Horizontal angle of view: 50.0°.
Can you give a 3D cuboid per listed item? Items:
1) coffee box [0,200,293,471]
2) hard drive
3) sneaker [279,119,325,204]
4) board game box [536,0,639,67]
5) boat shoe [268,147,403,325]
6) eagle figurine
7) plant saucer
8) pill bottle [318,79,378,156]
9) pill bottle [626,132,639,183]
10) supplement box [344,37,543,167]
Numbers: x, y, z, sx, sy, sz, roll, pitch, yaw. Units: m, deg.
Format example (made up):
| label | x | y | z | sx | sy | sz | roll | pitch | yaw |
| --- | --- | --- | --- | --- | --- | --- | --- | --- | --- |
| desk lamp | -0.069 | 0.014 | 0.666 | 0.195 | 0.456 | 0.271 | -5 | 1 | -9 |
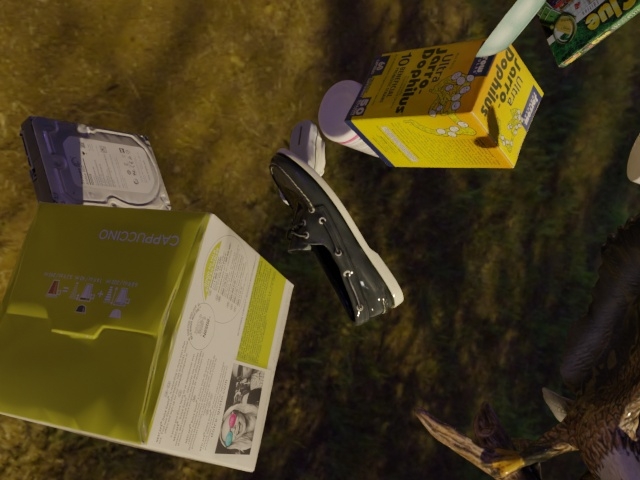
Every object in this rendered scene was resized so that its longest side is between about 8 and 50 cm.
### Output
| label | x | y | z | sx | sy | sz | roll | pitch | yaw |
| --- | --- | --- | --- | --- | --- | --- | --- | --- | --- |
| coffee box | -0.284 | 0.158 | 1.121 | 0.334 | 0.337 | 0.338 | 48 | 51 | -59 |
| hard drive | -0.523 | -0.162 | 1.631 | 0.338 | 0.064 | 0.237 | 2 | 62 | -54 |
| sneaker | -0.030 | -0.177 | 1.641 | 0.091 | 0.094 | 0.258 | 42 | 44 | -35 |
| board game box | 0.502 | -0.437 | 1.213 | 0.030 | 0.259 | 0.136 | -8 | 71 | -34 |
| boat shoe | -0.001 | 0.001 | 1.184 | 0.113 | 0.127 | 0.340 | -37 | 95 | -15 |
| eagle figurine | 0.267 | 0.144 | 0.559 | 0.226 | 0.298 | 0.225 | 25 | 31 | -29 |
| plant saucer | 0.356 | -0.399 | 1.233 | 0.195 | 0.037 | 0.195 | -50 | 176 | -5 |
| pill bottle | 0.141 | -0.311 | 1.832 | 0.283 | 0.160 | 0.161 | 12 | 89 | -48 |
| pill bottle | 0.701 | -0.120 | 1.222 | 0.153 | 0.264 | 0.153 | 20 | 90 | -89 |
| supplement box | 0.265 | -0.292 | 1.512 | 0.195 | 0.356 | 0.194 | 38 | 69 | -38 |
